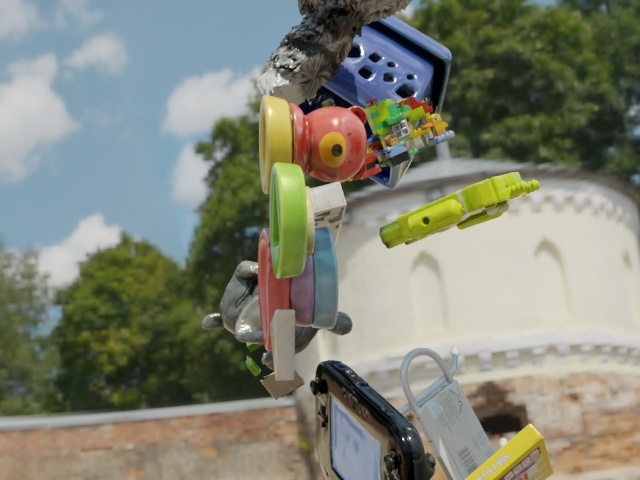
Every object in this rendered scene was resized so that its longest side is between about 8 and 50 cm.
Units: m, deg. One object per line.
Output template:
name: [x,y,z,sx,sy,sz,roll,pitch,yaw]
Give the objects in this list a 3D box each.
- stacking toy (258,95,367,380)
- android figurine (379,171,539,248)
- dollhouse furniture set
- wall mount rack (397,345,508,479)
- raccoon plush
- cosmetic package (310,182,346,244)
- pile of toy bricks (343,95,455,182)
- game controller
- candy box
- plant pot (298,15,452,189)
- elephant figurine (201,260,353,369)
stacking toy: [0.000,0.000,1.521,0.131,0.308,0.279,-2,25,-8]
android figurine: [0.243,-0.052,2.178,0.273,0.056,0.248,-21,-6,25]
dollhouse furniture set: [-0.104,0.251,2.604,0.076,0.058,0.151,-32,-64,7]
wall mount rack: [0.240,0.338,2.269,0.304,0.350,0.130,-31,5,-40]
raccoon plush: [-0.035,-0.452,1.990,0.446,0.299,0.216,-46,-32,-14]
cosmetic package: [-0.010,-0.039,2.649,0.099,0.060,0.239,-13,-20,-10]
pile of toy bricks: [0.102,-0.171,1.938,0.212,0.105,0.118,-26,8,-24]
game controller: [0.055,0.263,1.549,0.067,0.166,0.319,3,11,-19]
candy box: [0.159,0.285,1.336,0.206,0.027,0.105,-39,-32,-8]
plant pot: [0.099,-0.270,2.271,0.236,0.212,0.236,33,-22,14]
elephant figurine: [-0.079,0.148,2.253,0.169,0.239,0.186,3,-58,-29]
